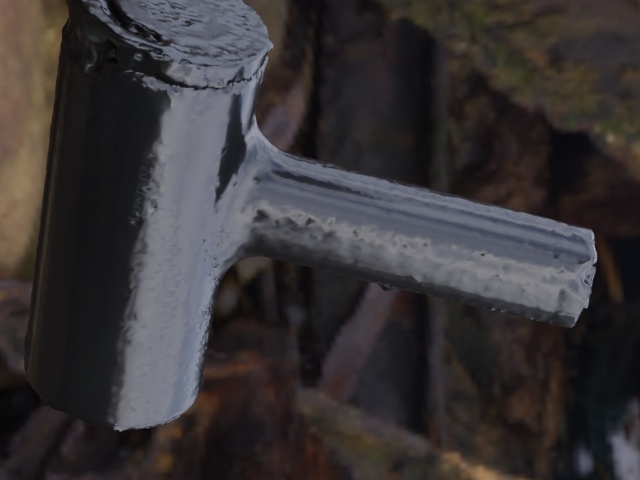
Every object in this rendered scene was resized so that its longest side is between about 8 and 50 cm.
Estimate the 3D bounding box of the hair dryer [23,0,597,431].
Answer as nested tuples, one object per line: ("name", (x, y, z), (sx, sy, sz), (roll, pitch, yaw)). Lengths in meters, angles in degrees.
("hair dryer", (0.000, 0.000, 0.801), (0.089, 0.251, 0.197), (-87, -170, -61))
